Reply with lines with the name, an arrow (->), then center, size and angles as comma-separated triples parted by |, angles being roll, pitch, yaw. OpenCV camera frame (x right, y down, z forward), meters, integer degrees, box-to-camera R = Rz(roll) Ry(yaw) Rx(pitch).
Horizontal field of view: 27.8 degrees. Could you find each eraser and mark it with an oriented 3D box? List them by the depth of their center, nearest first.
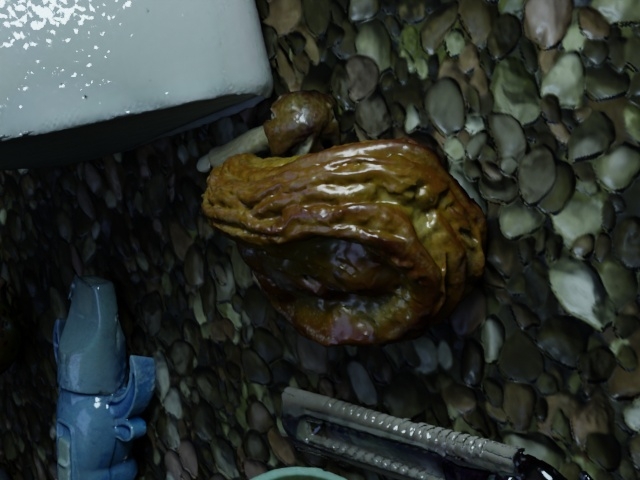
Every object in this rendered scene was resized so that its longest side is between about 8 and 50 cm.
eraser -> -0.227, -0.153, 1.180 | 0.331, 0.331, 0.150 | -14, 89, 52

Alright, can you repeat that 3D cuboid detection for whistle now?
whistle -> -0.245, 0.169, 1.418 | 0.180, 0.093, 0.269 | 20, 110, 48

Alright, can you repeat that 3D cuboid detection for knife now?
knife -> 0.075, 0.183, 1.048 | 0.365, 0.043, 0.089 | 10, 108, 50

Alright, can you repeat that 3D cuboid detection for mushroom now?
mushroom -> -0.046, -0.081, 1.106 | 0.187, 0.060, 0.061 | -19, 91, 57

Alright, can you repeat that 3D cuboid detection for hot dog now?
hot dog -> 0.000, 0.002, 1.003 | 0.259, 0.114, 0.175 | -4, 136, 51

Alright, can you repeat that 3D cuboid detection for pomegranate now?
pomegranate -> -0.434, 0.114, 1.603 | 0.130, 0.130, 0.130 | 20, 117, 47

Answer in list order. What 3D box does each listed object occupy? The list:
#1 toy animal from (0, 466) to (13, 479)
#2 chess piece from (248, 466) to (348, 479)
toy animal -> -0.470, 0.337, 1.774 | 0.210, 0.121, 0.117 | -33, 30, 34
chess piece -> -0.051, 0.349, 1.155 | 0.176, 0.176, 0.298 | 52, 138, 28
